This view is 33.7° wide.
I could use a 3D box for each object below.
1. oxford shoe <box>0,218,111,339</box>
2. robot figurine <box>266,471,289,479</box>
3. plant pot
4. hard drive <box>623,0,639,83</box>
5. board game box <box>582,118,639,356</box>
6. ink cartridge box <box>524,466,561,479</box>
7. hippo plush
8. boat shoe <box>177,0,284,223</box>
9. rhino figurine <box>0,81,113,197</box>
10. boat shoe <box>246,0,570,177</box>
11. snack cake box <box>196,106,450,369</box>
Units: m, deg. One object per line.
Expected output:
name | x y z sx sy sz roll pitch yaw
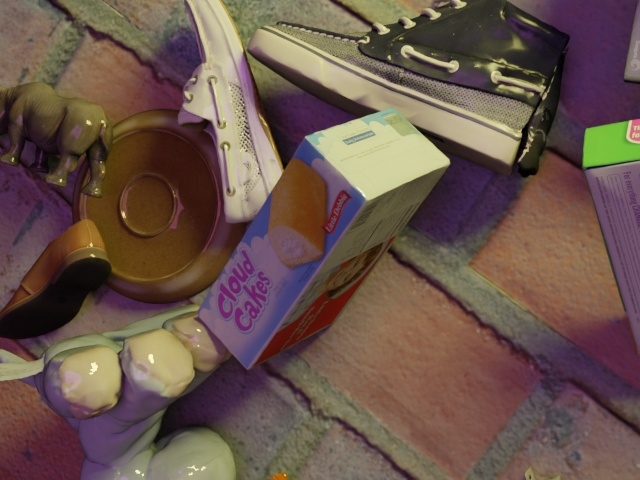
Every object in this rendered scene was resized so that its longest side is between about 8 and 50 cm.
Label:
oxford shoe | -0.325 0.051 1.278 0.212 0.076 0.076 -38 52 29
robot figurine | -0.083 0.415 1.176 0.211 0.085 0.291 38 100 17
plant pot | -0.200 -0.042 1.262 0.236 0.032 0.236 -1 88 18
hard drive | 0.356 -0.185 0.977 0.135 0.022 0.094 10 91 20
board game box | 0.419 -0.016 0.944 0.316 0.064 0.242 -9 127 24
ink cartridge box | 0.240 0.273 1.090 0.028 0.048 0.083 -21 82 17
hippo plush | -0.214 0.218 1.150 0.294 0.234 0.236 -14 95 -1
boat shoe | -0.116 -0.153 1.191 0.096 0.098 0.277 -18 82 -4
rhino figurine | -0.343 -0.137 1.281 0.243 0.073 0.106 22 96 33
boat shoe | 0.100 -0.199 1.129 0.340 0.127 0.158 24 89 10
snack cake box | 0.000 0.000 1.077 0.089 0.152 0.264 46 128 15
